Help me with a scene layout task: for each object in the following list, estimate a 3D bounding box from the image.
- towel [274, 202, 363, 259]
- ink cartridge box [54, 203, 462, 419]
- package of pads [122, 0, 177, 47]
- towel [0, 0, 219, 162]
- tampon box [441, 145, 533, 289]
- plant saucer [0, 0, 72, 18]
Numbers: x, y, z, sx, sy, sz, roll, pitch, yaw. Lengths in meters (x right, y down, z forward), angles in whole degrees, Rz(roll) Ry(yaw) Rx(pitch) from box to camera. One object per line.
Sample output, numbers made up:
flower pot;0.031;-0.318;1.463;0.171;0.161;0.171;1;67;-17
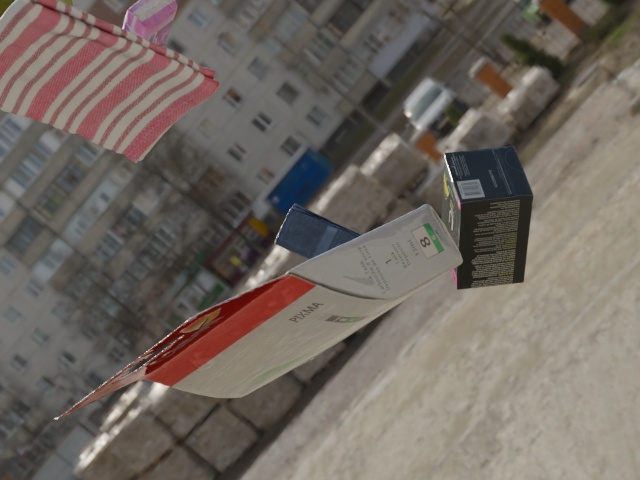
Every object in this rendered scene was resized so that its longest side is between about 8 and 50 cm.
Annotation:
towel;0.000;0.000;1.421;0.029;0.120;0.067;-84;20;-64
ink cartridge box;-0.035;0.064;0.660;0.225;0.056;0.181;-27;-7;-46
package of pads;-0.176;-0.213;1.027;0.050;0.032;0.083;-41;-5;-30
towel;-0.209;-0.140;0.908;0.144;0.197;0.029;-34;49;40
tampon box;0.230;-0.031;1.430;0.120;0.102;0.161;-99;4;-49
plant saucer;-0.523;-0.413;1.761;0.045;0.189;0.188;163;105;-68
